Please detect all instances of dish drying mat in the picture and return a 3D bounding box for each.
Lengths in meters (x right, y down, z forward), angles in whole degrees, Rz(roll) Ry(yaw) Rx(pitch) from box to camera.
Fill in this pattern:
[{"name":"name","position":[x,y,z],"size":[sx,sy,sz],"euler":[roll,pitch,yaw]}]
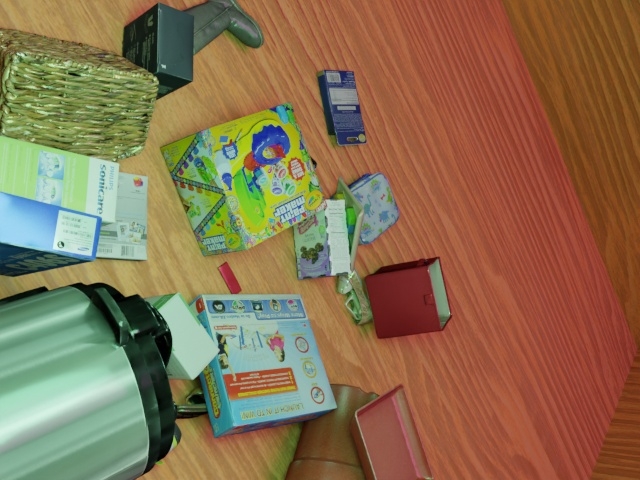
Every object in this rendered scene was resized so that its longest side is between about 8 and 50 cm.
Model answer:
[{"name":"dish drying mat","position":[-0.222,0.095,1.566],"size":[0.032,0.008,0.083],"euler":[-40,111,-40]}]

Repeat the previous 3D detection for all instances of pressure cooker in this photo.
[{"name":"pressure cooker","position":[-0.443,0.270,1.067],"size":[0.420,0.369,0.376],"euler":[-19,100,-41]}]

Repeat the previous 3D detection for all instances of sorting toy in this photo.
[{"name":"sorting toy","position":[0.061,-0.043,1.709],"size":[0.038,0.208,0.193],"euler":[-2,123,-16]}]

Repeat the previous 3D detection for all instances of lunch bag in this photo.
[{"name":"lunch bag","position":[0.131,-0.096,1.889],"size":[0.219,0.090,0.176],"euler":[-37,110,-42]}]

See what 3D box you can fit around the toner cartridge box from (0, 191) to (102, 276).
[{"name":"toner cartridge box","position":[-0.517,-0.001,1.052],"size":[0.165,0.347,0.075],"euler":[18,71,-41]}]

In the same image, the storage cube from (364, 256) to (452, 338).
[{"name":"storage cube","position":[0.259,0.167,1.861],"size":[0.183,0.193,0.215],"euler":[-21,99,-68]}]

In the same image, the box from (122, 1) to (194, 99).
[{"name":"box","position":[-0.359,-0.411,1.411],"size":[0.093,0.158,0.156],"euler":[7,79,-44]}]

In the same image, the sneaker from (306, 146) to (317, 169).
[{"name":"sneaker","position":[-0.039,-0.186,1.747],"size":[0.063,0.073,0.162],"euler":[-36,108,-42]}]

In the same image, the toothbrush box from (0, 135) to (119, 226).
[{"name":"toothbrush box","position":[-0.540,-0.094,1.146],"size":[0.283,0.206,0.122],"euler":[9,76,-44]}]

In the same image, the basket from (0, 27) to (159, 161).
[{"name":"basket","position":[-0.515,-0.280,1.282],"size":[0.299,0.223,0.214],"euler":[-2,118,-45]}]

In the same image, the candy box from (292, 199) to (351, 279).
[{"name":"candy box","position":[0.000,0.000,1.686],"size":[0.070,0.164,0.196],"euler":[-2,84,-34]}]

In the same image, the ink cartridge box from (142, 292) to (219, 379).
[{"name":"ink cartridge box","position":[-0.332,0.198,1.298],"size":[0.093,0.212,0.154],"euler":[-48,115,-42]}]

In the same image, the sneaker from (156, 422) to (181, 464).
[{"name":"sneaker","position":[-0.374,0.366,1.317],"size":[0.097,0.084,0.235],"euler":[-45,114,-38]}]

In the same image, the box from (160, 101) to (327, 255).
[{"name":"box","position":[-0.176,-0.149,1.536],"size":[0.290,0.177,0.279],"euler":[-31,106,-43]}]

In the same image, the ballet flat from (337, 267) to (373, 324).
[{"name":"ballet flat","position":[0.090,0.152,1.824],"size":[0.067,0.073,0.206],"euler":[-31,102,-28]}]

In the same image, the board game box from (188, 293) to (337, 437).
[{"name":"board game box","position":[-0.138,0.277,1.488],"size":[0.308,0.086,0.302],"euler":[5,58,-44]}]

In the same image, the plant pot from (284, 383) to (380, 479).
[{"name":"plant pot","position":[0.055,0.521,1.606],"size":[0.272,0.272,0.265],"euler":[37,51,-34]}]

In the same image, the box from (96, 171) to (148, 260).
[{"name":"box","position":[-0.439,-0.053,1.357],"size":[0.145,0.038,0.186],"euler":[6,80,-44]}]

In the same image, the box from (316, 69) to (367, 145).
[{"name":"box","position":[0.066,-0.393,1.912],"size":[0.136,0.036,0.225],"euler":[-11,90,-45]}]

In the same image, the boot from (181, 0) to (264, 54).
[{"name":"boot","position":[-0.257,-0.517,1.589],"size":[0.189,0.076,0.208],"euler":[45,47,-13]}]

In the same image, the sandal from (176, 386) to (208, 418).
[{"name":"sandal","position":[-0.254,0.358,1.440],"size":[0.219,0.090,0.060],"euler":[-2,68,-43]}]

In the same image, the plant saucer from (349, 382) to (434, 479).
[{"name":"plant saucer","position":[0.165,0.499,1.518],"size":[0.258,0.047,0.259],"euler":[-8,77,-58]}]
